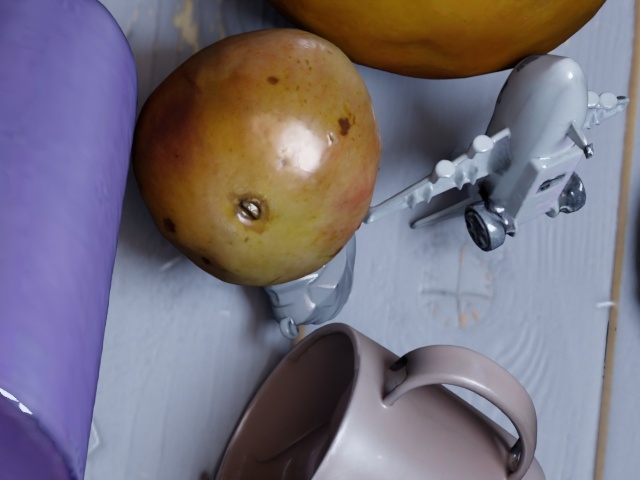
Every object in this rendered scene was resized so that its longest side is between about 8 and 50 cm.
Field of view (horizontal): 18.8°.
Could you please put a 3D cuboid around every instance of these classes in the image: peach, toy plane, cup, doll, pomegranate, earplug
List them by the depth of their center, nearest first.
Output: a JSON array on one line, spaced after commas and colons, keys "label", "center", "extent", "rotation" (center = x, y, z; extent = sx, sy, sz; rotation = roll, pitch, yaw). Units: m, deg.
[{"label": "earplug", "center": [-0.230, -0.013, 1.285], "extent": [0.215, 0.215, 0.456], "rotation": [25, 41, -18]}, {"label": "pomegranate", "center": [-0.042, -0.064, 1.417], "extent": [0.191, 0.191, 0.191], "rotation": [2, 86, -21]}, {"label": "cup", "center": [0.069, 0.175, 1.444], "extent": [0.200, 0.253, 0.191], "rotation": [31, 38, -19]}, {"label": "peach", "center": [0.077, -0.283, 1.449], "extent": [0.343, 0.301, 0.343], "rotation": [24, 41, -22]}, {"label": "toy plane", "center": [0.159, -0.067, 1.490], "extent": [0.251, 0.255, 0.101], "rotation": [-24, 78, -21]}, {"label": "doll", "center": [0.000, 0.000, 1.522], "extent": [0.094, 0.079, 0.180], "rotation": [39, 60, -35]}]
